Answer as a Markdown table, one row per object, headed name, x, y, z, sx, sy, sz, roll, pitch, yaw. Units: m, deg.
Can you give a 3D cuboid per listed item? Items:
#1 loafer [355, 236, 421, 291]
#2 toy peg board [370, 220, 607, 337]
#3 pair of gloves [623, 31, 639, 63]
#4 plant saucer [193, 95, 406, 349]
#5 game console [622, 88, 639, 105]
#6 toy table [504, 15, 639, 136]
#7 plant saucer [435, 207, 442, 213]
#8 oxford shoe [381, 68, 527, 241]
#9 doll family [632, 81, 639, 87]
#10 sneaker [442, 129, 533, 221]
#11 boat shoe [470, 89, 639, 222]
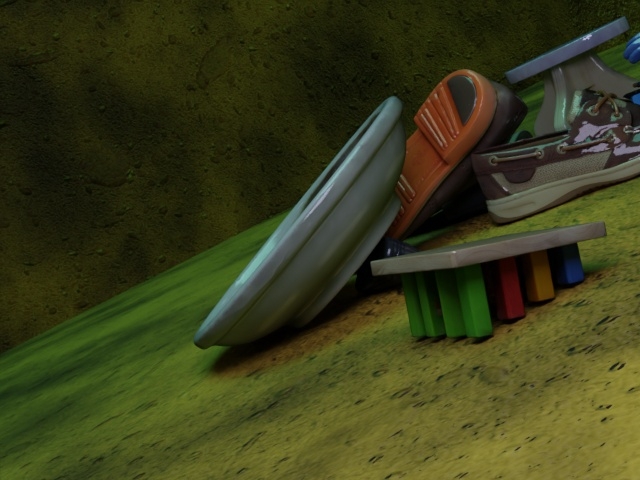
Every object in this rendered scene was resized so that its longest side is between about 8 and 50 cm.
| name | x | y | z | sx | sy | sz | roll | pitch | yaw |
| --- | --- | --- | --- | --- | --- | --- | --- | --- | --- |
| loafer | 0.086 | 0.038 | 1.359 | 0.061 | 0.062 | 0.170 | 13 | -9 | -10 |
| toy peg board | 0.156 | 0.039 | 1.001 | 0.161 | 0.079 | 0.161 | -10 | 0 | -23 |
| pair of gloves | 0.505 | -0.275 | 1.514 | 0.159 | 0.023 | 0.198 | -30 | 34 | 22 |
| plant saucer | 0.000 | 0.000 | 1.372 | 0.400 | 0.100 | 0.400 | -51 | 4 | 5 |
| game console | 0.479 | -0.183 | 1.558 | 0.122 | 0.071 | 0.107 | -20 | 7 | 41 |
| toy table | 0.511 | -0.315 | 2.154 | 0.252 | 0.160 | 0.274 | -29 | 7 | -34 |
| plant saucer | 0.186 | -0.090 | 1.743 | 0.188 | 0.045 | 0.188 | -29 | -13 | -33 |
| oxford shoe | 0.156 | -0.078 | 1.553 | 0.133 | 0.130 | 0.363 | 11 | -47 | -39 |
| doll family | 0.631 | -0.284 | 1.851 | 0.193 | 0.076 | 0.111 | -26 | 8 | 38 |
| sneaker | 0.262 | -0.102 | 1.663 | 0.118 | 0.083 | 0.222 | -22 | 8 | 32 |
| boat shoe | 0.356 | -0.137 | 1.396 | 0.342 | 0.123 | 0.123 | -22 | 6 | 24 |
